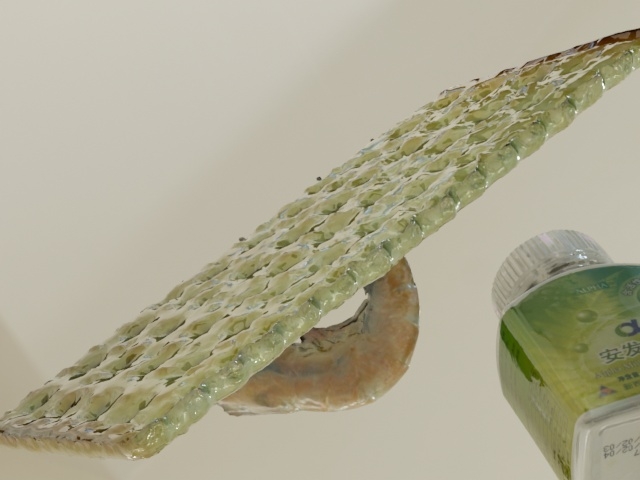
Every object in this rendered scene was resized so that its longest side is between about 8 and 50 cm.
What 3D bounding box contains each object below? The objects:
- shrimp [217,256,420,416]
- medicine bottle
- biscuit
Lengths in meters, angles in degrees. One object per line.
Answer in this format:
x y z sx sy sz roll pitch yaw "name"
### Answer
-0.029 0.056 1.184 0.219 0.046 0.152 -12 -108 27 "shrimp"
0.187 0.077 1.059 0.132 0.088 0.188 -15 -144 -12 "medicine bottle"
0.000 0.000 0.539 0.231 0.016 0.139 -38 -167 -26 "biscuit"
